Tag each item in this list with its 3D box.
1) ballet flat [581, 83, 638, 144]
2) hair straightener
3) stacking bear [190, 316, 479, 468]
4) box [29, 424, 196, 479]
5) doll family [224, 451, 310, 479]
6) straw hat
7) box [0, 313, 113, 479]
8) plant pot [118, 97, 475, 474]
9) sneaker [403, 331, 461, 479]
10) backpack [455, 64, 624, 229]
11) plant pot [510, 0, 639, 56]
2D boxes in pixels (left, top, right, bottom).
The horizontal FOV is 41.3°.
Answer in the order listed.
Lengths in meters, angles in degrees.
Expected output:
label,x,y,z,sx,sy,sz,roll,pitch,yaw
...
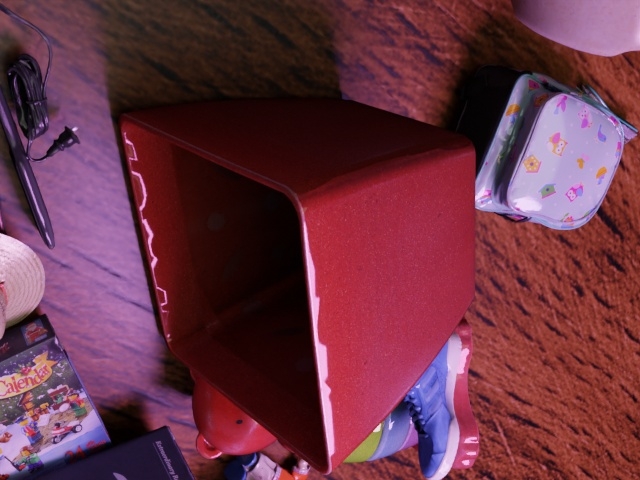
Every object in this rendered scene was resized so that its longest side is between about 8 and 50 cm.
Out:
label,x,y,z,sx,sy,sz,roll,pitch,yaw
ballet flat,0.344,-0.147,1.035,0.114,0.041,0.041,29,98,-35
hair straightener,-0.255,-0.097,0.727,0.089,0.047,0.230,-14,115,-23
stacking bear,0.004,0.169,0.926,0.289,0.164,0.175,0,83,-22
box,-0.216,0.304,0.844,0.207,0.153,0.108,-16,145,-28
doll family,-0.085,0.379,1.003,0.263,0.118,0.163,-47,127,-1
straw hat,-0.302,0.061,0.730,0.145,0.061,0.144,-14,141,-11
box,-0.337,0.188,0.808,0.233,0.044,0.159,-26,128,-16
plant pot,0.000,0.000,0.795,0.236,0.267,0.267,-26,124,-33
sneaker,0.092,0.158,0.846,0.085,0.058,0.152,13,75,-22
backpack,0.248,-0.096,0.943,0.189,0.144,0.165,11,102,-36
plant pot,0.301,-0.347,0.767,0.334,0.334,0.305,-16,132,-22
